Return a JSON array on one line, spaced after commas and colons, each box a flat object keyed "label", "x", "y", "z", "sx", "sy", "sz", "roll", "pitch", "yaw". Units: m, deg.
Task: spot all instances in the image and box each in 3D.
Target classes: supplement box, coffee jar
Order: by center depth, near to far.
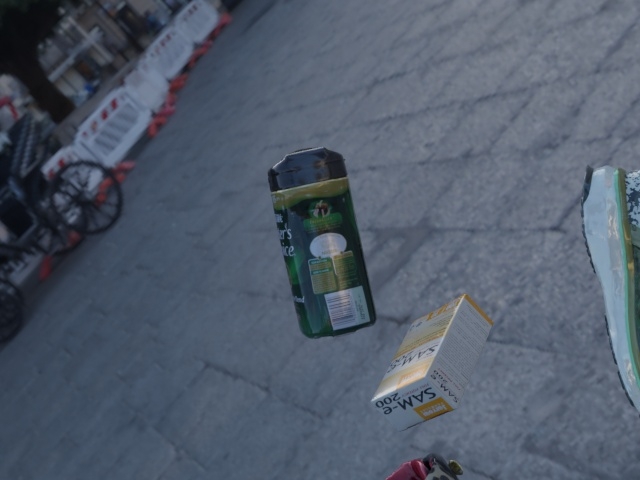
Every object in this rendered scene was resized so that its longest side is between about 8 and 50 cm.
[{"label": "supplement box", "x": 0.086, "y": 0.092, "z": 0.725, "sx": 0.062, "sy": 0.036, "sz": 0.098, "roll": -34, "pitch": 14, "yaw": 42}, {"label": "coffee jar", "x": 0.000, "y": 0.000, "z": 0.946, "sx": 0.079, "sy": 0.184, "sz": 0.096, "roll": -12, "pitch": 2, "yaw": -5}]

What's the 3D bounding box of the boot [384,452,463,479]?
[{"label": "boot", "x": 0.153, "y": 0.290, "z": 0.743, "sx": 0.138, "sy": 0.284, "sz": 0.377, "roll": -44, "pitch": -7, "yaw": 24}]

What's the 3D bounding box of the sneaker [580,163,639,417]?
[{"label": "sneaker", "x": 0.457, "y": 0.082, "z": 1.203, "sx": 0.182, "sy": 0.410, "sz": 0.158, "roll": -16, "pitch": -2, "yaw": 26}]
